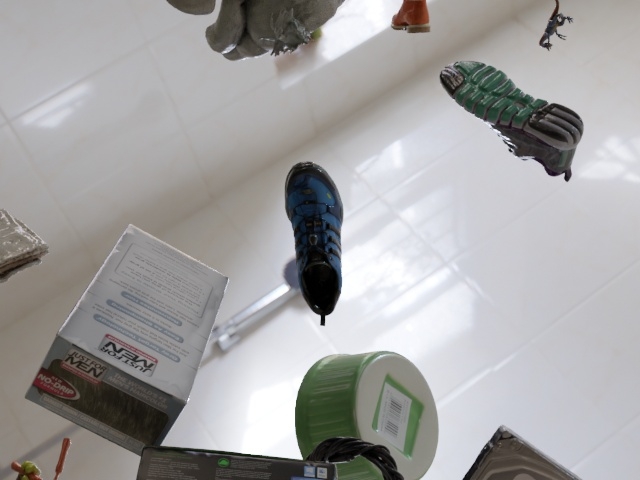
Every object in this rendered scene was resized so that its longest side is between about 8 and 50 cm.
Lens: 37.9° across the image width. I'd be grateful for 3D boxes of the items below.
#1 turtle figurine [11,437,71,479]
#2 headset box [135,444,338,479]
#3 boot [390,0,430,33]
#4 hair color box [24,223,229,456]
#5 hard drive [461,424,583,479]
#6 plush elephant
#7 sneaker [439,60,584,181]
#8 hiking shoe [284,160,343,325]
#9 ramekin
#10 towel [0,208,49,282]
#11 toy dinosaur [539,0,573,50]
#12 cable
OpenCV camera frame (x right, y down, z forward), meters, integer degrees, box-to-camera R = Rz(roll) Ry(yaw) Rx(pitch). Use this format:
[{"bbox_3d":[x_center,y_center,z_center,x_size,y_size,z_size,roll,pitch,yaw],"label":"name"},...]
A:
[{"bbox_3d":[-0.440,0.372,1.206,0.217,0.269,0.087,13,-30,-2],"label":"turtle figurine"},{"bbox_3d":[-0.116,0.413,1.175,0.131,0.246,0.283,-89,-174,-56],"label":"headset box"},{"bbox_3d":[0.190,-0.482,1.961,0.158,0.059,0.084,-141,-137,-68],"label":"boot"},{"bbox_3d":[-0.260,0.129,1.337,0.185,0.113,0.374,29,21,-9],"label":"hair color box"},{"bbox_3d":[0.256,0.463,1.299,0.237,0.339,0.064,35,2,5],"label":"hard drive"},{"bbox_3d":[-0.101,-0.423,1.420,0.255,0.272,0.330,57,10,-18],"label":"plush elephant"},{"bbox_3d":[0.244,-0.156,1.242,0.224,0.083,0.098,39,-28,34],"label":"sneaker"},{"bbox_3d":[0.000,0.000,1.784,0.132,0.113,0.304,-104,-177,-72],"label":"hiking shoe"},{"bbox_3d":[0.105,0.367,1.888,0.148,0.303,0.303,-20,-74,41],"label":"ramekin"},{"bbox_3d":[-0.640,0.030,1.640,0.187,0.282,0.049,31,-49,41],"label":"towel"},{"bbox_3d":[0.449,-0.409,1.802,0.082,0.047,0.090,-31,-111,54],"label":"toy dinosaur"},{"bbox_3d":[0.045,0.368,1.426,0.150,0.047,0.184,37,-61,16],"label":"cable"}]
